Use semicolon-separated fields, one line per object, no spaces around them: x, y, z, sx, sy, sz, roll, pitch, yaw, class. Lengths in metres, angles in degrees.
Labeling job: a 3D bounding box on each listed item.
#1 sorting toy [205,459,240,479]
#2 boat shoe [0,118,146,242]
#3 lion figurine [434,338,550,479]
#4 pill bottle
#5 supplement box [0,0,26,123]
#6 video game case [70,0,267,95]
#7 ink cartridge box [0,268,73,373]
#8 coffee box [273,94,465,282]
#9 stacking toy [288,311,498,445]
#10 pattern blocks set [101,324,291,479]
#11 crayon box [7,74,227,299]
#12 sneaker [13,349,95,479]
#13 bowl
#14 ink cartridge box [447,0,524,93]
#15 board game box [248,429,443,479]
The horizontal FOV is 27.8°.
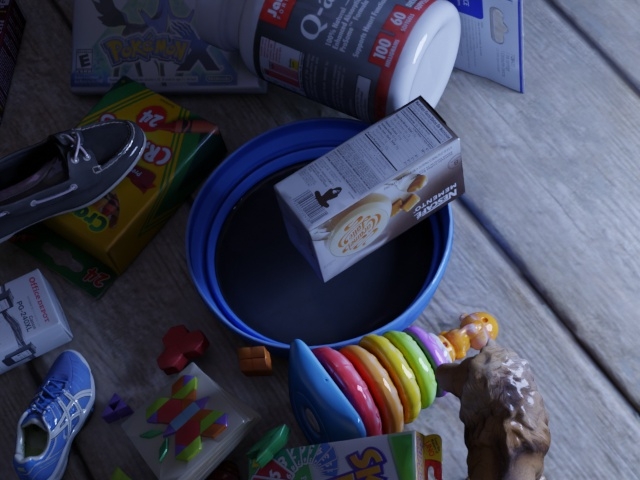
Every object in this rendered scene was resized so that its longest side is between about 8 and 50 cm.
-0.152;0.306;1.747;0.102;0.061;0.042;28;52;-6;sorting toy
-0.415;-0.091;1.909;0.335;0.095;0.112;-30;60;-5;boat shoe
0.207;0.334;1.564;0.142;0.240;0.392;0;60;9;lion figurine
0.008;-0.314;1.937;0.363;0.210;0.210;24;66;18;pill bottle
-0.586;-0.304;2.173;0.130;0.073;0.239;0;61;9;supplement box
-0.244;-0.387;2.114;0.329;0.036;0.300;1;86;10;video game case
-0.456;0.124;1.903;0.150;0.063;0.109;-26;59;-6;ink cartridge box
0.072;-0.070;1.796;0.246;0.141;0.098;-32;59;-11;coffee box
0.113;0.174;1.742;0.302;0.166;0.175;-27;56;-20;stacking toy
-0.178;0.245;1.729;0.325;0.026;0.285;17;61;46;pattern blocks set
-0.321;-0.086;1.995;0.202;0.081;0.318;29;69;23;crayon box
-0.373;0.245;1.807;0.080;0.081;0.211;2;59;13;sneaker
0.000;0.000;1.892;0.391;0.077;0.391;-4;59;7;bowl
0.177;-0.378;1.954;0.307;0.303;0.072;21;66;19;ink cartridge box
0.028;0.309;1.585;0.259;0.039;0.124;-12;64;24;board game box
